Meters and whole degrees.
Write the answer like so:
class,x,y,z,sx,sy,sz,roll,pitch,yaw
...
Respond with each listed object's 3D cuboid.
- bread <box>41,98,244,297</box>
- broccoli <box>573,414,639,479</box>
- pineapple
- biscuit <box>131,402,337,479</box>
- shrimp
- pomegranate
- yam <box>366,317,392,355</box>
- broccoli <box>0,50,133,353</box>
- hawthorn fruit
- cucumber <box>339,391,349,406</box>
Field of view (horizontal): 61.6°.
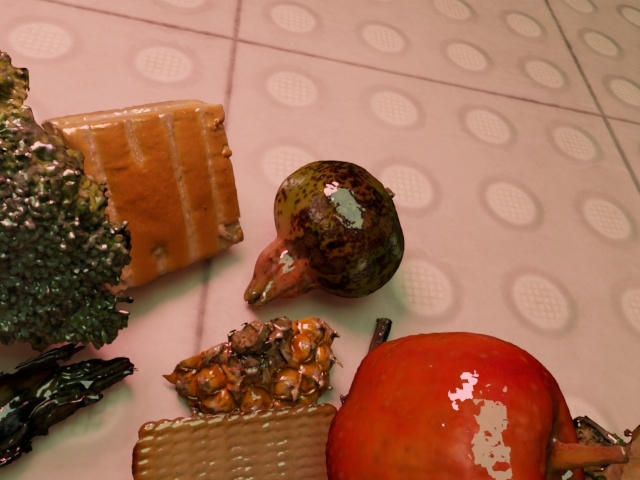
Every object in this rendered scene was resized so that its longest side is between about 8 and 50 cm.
class,x,y,z,sx,sy,sz,roll,pitch,yaw
bread,-0.241,-0.070,0.787,0.239,0.246,0.111,-20,25,-35
broccoli,0.374,0.360,0.636,0.303,0.284,0.321,15,43,26
pineapple,-0.061,0.178,0.715,0.249,0.164,0.140,-11,66,-29
biscuit,-0.096,0.296,0.656,0.254,0.029,0.172,0,83,-19
shrimp,-0.356,0.273,0.608,0.364,0.071,0.233,-30,73,-34
pomegranate,0.006,0.009,0.861,0.222,0.277,0.204,41,11,38
yam,0.082,0.180,0.840,0.027,0.033,0.130,42,53,-20
broccoli,-0.406,-0.077,0.630,0.274,0.353,0.397,-10,47,-38
hawthorn fruit,0.168,0.238,0.591,0.287,0.330,0.287,18,61,-36
cucumber,0.114,0.247,0.786,0.181,0.053,0.053,10,52,-9
